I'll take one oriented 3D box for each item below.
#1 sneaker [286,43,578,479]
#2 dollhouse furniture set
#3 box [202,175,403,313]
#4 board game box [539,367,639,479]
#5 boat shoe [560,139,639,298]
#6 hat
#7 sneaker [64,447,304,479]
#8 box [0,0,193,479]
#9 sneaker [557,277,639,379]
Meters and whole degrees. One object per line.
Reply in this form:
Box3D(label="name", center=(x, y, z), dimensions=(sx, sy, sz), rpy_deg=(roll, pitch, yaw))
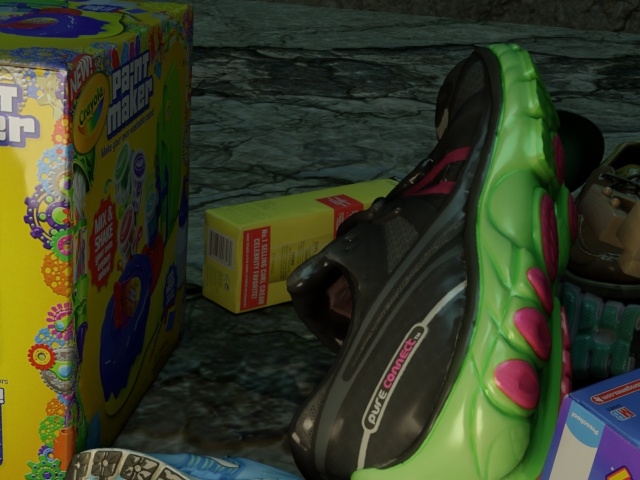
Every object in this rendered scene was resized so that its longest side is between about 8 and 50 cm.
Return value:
Box3D(label="sneaker", center=(0.081, -0.001, 0.887), dimensions=(0.202, 0.185, 0.482), rpy_deg=(-7, 30, 18))
Box3D(label="dollhouse furniture set", center=(0.304, -0.014, 0.886), dimensions=(0.144, 0.123, 0.151), rpy_deg=(18, 28, -20))
Box3D(label="box", center=(0.000, 0.000, 1.119), dimensions=(0.232, 0.087, 0.058), rpy_deg=(-10, 23, -38))
Box3D(label="board game box", center=(0.335, 0.140, 0.700), dimensions=(0.347, 0.078, 0.233), rpy_deg=(-12, 35, -34))
Box3D(label="boat shoe", center=(0.306, -0.031, 1.234), dimensions=(0.111, 0.104, 0.307), rpy_deg=(8, 19, 12))
Box3D(label="hat", center=(0.216, -0.018, 1.267), dimensions=(0.209, 0.173, 0.183), rpy_deg=(-9, 53, 4))
Box3D(label="sneaker", center=(-0.072, 0.157, 0.711), dimensions=(0.162, 0.063, 0.073), rpy_deg=(11, 4, 4))
Box3D(label="box", center=(-0.209, -0.016, 0.825), dimensions=(0.177, 0.279, 0.290), rpy_deg=(6, 19, 7))
Box3D(label="sneaker", center=(0.225, 0.084, 0.972), dimensions=(0.224, 0.083, 0.098), rpy_deg=(14, -7, 36))
